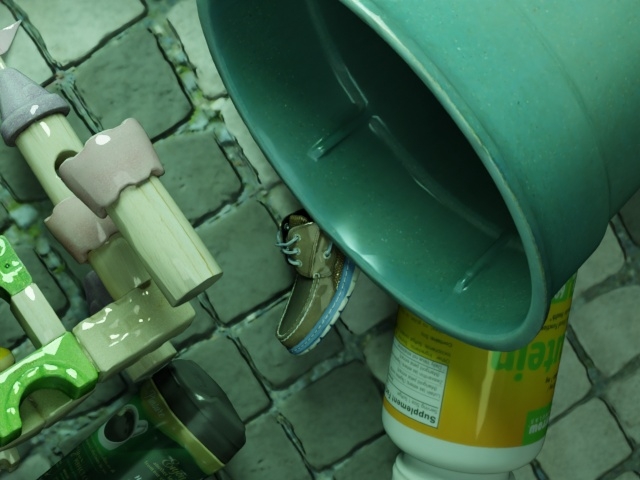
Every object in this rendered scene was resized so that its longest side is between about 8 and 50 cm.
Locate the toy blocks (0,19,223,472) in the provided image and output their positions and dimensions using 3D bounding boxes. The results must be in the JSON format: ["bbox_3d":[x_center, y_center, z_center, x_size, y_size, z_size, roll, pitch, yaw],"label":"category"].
[{"bbox_3d":[-0.266,0.020,1.255,0.288,0.309,0.260,-33,82,-18],"label":"toy blocks"}]

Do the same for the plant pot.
[{"bbox_3d":[0.146,-0.158,1.245,0.334,0.341,0.341,-40,116,-19],"label":"plant pot"}]

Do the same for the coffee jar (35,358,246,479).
[{"bbox_3d":[-0.146,0.179,1.384,0.184,0.096,0.079,-42,118,-1],"label":"coffee jar"}]

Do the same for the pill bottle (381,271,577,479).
[{"bbox_3d":[0.124,0.105,1.426,0.136,0.136,0.245,3,107,-19],"label":"pill bottle"}]

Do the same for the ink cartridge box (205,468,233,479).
[{"bbox_3d":[-0.075,0.365,1.453,0.226,0.131,0.306,-41,117,-1],"label":"ink cartridge box"}]

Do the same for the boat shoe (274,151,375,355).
[{"bbox_3d":[0.000,0.000,1.396,0.066,0.066,0.183,25,89,-19],"label":"boat shoe"}]
